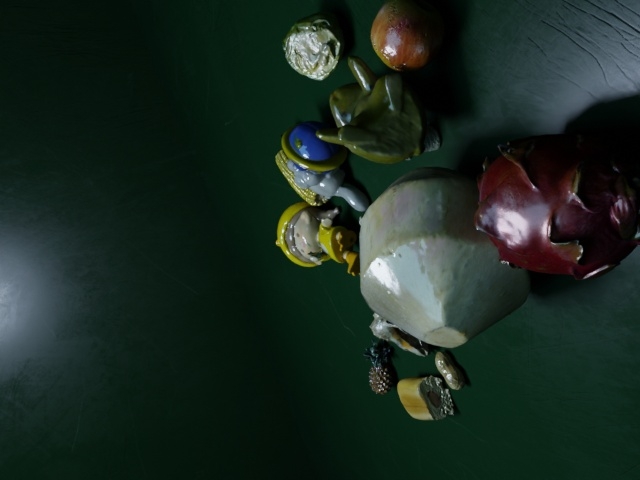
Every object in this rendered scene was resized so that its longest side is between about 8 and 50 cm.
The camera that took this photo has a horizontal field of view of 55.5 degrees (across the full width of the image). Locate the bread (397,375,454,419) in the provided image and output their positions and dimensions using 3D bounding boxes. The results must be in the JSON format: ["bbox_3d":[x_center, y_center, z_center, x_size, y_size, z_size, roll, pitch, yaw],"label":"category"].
[{"bbox_3d":[0.305,0.458,1.783,0.134,0.085,0.173,62,157,-1],"label":"bread"}]

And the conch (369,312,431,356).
[{"bbox_3d":[0.227,0.255,1.688,0.207,0.130,0.155,47,-171,1],"label":"conch"}]

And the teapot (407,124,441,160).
[{"bbox_3d":[0.207,-0.210,1.307,0.067,0.083,0.057,55,161,20],"label":"teapot"}]

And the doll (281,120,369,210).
[{"bbox_3d":[0.004,-0.194,1.686,0.311,0.160,0.242,40,139,20],"label":"doll"}]

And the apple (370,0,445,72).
[{"bbox_3d":[0.162,-0.384,1.142,0.146,0.147,0.146,49,153,36],"label":"apple"}]

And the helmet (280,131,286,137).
[{"bbox_3d":[-0.063,-0.307,1.867,0.111,0.057,0.089,43,-170,5],"label":"helmet"}]

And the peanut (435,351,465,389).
[{"bbox_3d":[0.345,0.347,1.624,0.113,0.054,0.054,57,157,21],"label":"peanut"}]

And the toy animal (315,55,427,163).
[{"bbox_3d":[0.083,-0.272,1.294,0.180,0.181,0.363,26,-171,-30],"label":"toy animal"}]

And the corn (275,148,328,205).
[{"bbox_3d":[-0.058,-0.203,1.916,0.244,0.093,0.093,50,154,36],"label":"corn"}]

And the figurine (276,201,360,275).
[{"bbox_3d":[0.000,0.000,1.890,0.344,0.187,0.214,24,125,51],"label":"figurine"}]

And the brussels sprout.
[{"bbox_3d":[-0.005,-0.477,1.475,0.152,0.122,0.149,4,131,27],"label":"brussels sprout"}]

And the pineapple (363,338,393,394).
[{"bbox_3d":[0.195,0.425,1.994,0.083,0.103,0.221,8,126,25],"label":"pineapple"}]

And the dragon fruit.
[{"bbox_3d":[0.358,-0.055,0.922,0.315,0.250,0.250,30,139,45],"label":"dragon fruit"}]

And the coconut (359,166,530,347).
[{"bbox_3d":[0.235,0.038,1.179,0.352,0.353,0.352,49,153,36],"label":"coconut"}]
